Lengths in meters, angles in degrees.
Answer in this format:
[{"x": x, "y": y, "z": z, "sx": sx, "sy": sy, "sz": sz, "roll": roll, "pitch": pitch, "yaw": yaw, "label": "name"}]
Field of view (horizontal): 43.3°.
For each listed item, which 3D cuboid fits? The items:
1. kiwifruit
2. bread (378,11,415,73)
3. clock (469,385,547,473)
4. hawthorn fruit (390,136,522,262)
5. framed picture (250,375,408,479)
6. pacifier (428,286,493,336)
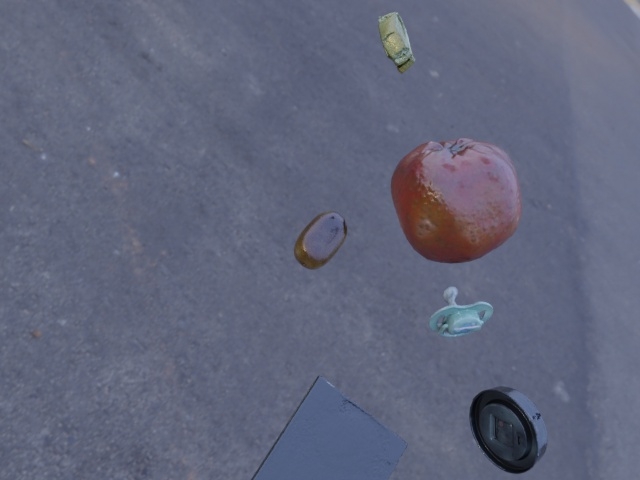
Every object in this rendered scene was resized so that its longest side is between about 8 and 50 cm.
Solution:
[{"x": 0.000, "y": 0.000, "z": 1.477, "sx": 0.075, "sy": 0.075, "sz": 0.124, "roll": 42, "pitch": 62, "yaw": -12, "label": "kiwifruit"}, {"x": 0.190, "y": -0.497, "z": 2.026, "sx": 0.117, "sy": 0.064, "sz": 0.156, "roll": 53, "pitch": 24, "yaw": -41, "label": "bread"}, {"x": 0.391, "y": 0.393, "z": 1.686, "sx": 0.040, "sy": 0.184, "sz": 0.184, "roll": -16, "pitch": 67, "yaw": -35, "label": "clock"}, {"x": 0.286, "y": -0.079, "z": 1.687, "sx": 0.275, "sy": 0.275, "sz": 0.299, "roll": -94, "pitch": 169, "yaw": -47, "label": "hawthorn fruit"}, {"x": -0.005, "y": 0.435, "z": 1.416, "sx": 0.244, "sy": 0.013, "sz": 0.323, "roll": 41, "pitch": 73, "yaw": -23, "label": "framed picture"}, {"x": 0.311, "y": 0.160, "z": 1.833, "sx": 0.150, "sy": 0.126, "sz": 0.116, "roll": -11, "pitch": 51, "yaw": -7, "label": "pacifier"}]
